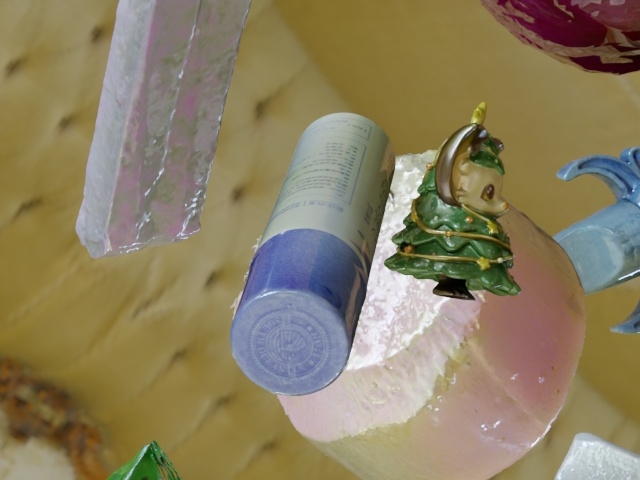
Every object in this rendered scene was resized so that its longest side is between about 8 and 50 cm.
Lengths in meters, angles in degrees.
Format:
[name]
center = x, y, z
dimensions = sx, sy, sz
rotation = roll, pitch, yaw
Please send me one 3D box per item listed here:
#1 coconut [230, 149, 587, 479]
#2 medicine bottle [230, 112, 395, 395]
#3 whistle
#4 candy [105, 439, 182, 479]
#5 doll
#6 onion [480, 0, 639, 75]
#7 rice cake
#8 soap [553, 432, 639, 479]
[coconut]
center = 0.072, 0.065, 1.298
dimensions = 0.233, 0.233, 0.245
rotation = 11, 162, 33
[medicine bottle]
center = 0.000, 0.000, 0.901
dimensions = 0.059, 0.231, 0.059
rotation = 3, 115, 7
[whistle]
center = 0.318, -0.009, 1.735
dimensions = 0.093, 0.269, 0.180
rotation = -4, 106, 69
[candy]
center = -0.224, 0.306, 1.855
dimensions = 0.203, 0.141, 0.078
rotation = -29, 161, 16
[doll]
center = 0.072, -0.020, 1.019
dimensions = 0.077, 0.113, 0.078
rotation = -9, 171, 17
[onion]
center = 0.212, -0.307, 1.160
dimensions = 0.347, 0.348, 0.385
rotation = 91, 157, -60
[rice cake]
center = -0.118, -0.123, 1.361
dimensions = 0.050, 0.106, 0.298
rotation = 37, 126, 35
[soap]
center = 0.314, 0.247, 1.596
dimensions = 0.183, 0.063, 0.121
rotation = 22, 168, 39
